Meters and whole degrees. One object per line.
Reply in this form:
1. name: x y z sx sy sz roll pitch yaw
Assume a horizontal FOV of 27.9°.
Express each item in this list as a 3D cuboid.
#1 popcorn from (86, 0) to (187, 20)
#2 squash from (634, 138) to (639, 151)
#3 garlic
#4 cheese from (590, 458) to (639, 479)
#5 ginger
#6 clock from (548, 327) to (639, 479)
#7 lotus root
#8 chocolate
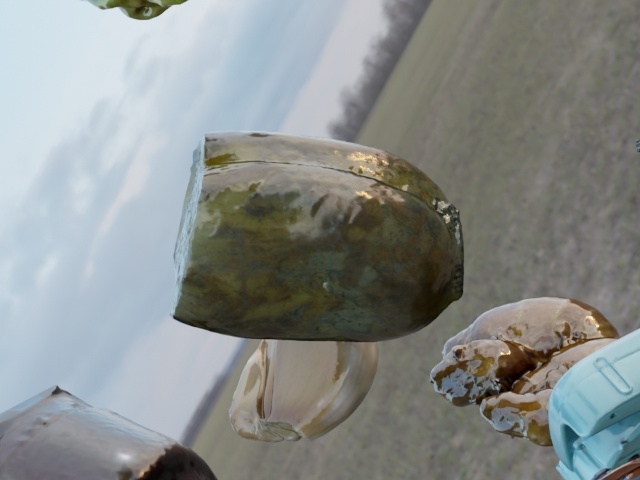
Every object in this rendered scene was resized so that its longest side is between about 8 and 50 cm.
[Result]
1. popcorn: -0.281 -0.411 1.535 0.312 0.312 0.312 -61 1 2
2. squash: 0.411 -0.164 1.206 0.331 0.087 0.087 -48 10 48
3. garlic: -0.008 0.163 1.719 0.217 0.110 0.228 -7 65 48
4. cheese: 0.324 0.167 1.071 0.256 0.037 0.106 -17 -30 -16
5. ginger: 0.307 0.190 1.774 0.274 0.152 0.357 -22 28 -21
6. clock: 0.380 0.215 1.488 0.223 0.094 0.274 -26 -45 -11
7. lotus root: 0.000 0.000 1.526 0.250 0.346 0.250 -174 90 -85
8. chocolate: -0.308 0.410 1.824 0.331 0.383 0.383 -3 48 43
